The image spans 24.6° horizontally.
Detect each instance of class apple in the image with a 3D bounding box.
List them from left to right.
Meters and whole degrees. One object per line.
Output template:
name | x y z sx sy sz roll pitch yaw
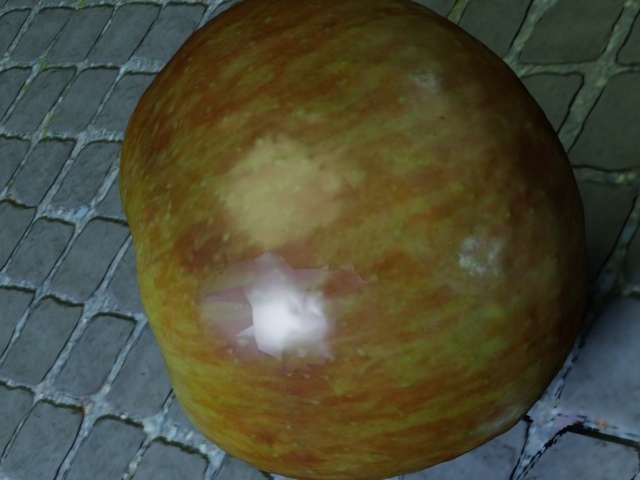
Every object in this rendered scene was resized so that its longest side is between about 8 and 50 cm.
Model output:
apple | 0.000 0.000 0.853 0.250 0.277 0.309 -34 20 -21
